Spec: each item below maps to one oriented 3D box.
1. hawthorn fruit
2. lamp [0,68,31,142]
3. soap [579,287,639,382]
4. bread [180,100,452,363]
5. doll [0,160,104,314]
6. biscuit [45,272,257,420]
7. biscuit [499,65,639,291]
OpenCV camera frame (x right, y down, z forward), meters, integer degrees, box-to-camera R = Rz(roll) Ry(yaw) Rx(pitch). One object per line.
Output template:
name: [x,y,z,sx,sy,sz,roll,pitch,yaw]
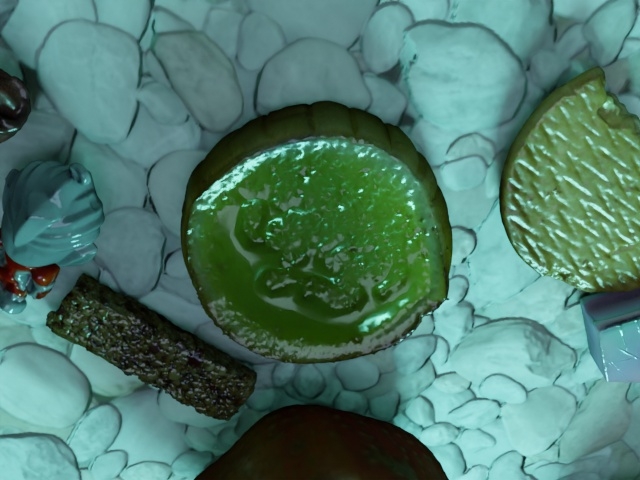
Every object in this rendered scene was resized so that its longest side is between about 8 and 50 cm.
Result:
hawthorn fruit: [0.014,0.301,0.716,0.275,0.299,0.275,-17,127,-24]
lamp: [-0.333,-0.102,0.532,0.223,0.151,0.215,-45,132,-30]
soap: [0.331,0.083,0.742,0.149,0.056,0.100,-17,122,5]
bread: [0.000,0.000,0.654,0.236,0.070,0.236,-2,118,-4]
doll: [-0.228,-0.005,0.631,0.094,0.079,0.180,45,123,0]
biscuit: [-0.150,0.101,0.716,0.199,0.034,0.064,32,111,-22]
biscuit: [0.231,-0.031,0.679,0.144,0.033,0.224,-34,117,16]
